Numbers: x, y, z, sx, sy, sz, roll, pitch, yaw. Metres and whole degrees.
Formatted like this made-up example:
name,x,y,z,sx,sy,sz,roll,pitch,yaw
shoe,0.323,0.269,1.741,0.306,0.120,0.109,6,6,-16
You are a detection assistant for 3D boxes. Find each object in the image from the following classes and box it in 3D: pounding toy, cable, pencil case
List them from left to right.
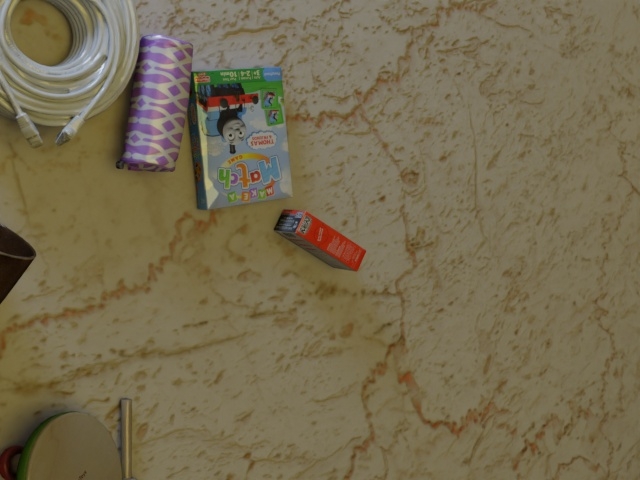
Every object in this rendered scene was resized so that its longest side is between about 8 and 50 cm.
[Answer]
name,x,y,z,sx,sy,sz,roll,pitch,yaw
cable,-0.372,-0.283,1.279,0.257,0.089,0.257,-45,115,-24
pounding toy,-0.366,0.333,1.335,0.237,0.110,0.183,-7,86,-63
pencil case,-0.239,-0.197,1.374,0.086,0.088,0.206,12,88,-27

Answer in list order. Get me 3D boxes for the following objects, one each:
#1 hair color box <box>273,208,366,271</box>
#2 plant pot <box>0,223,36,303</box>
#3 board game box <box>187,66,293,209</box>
name,x,y,z,sx,sy,sz,roll,pitch,yaw
hair color box,0.000,0.000,1.559,0.141,0.072,0.043,32,76,-32
plant pot,-0.505,0.070,1.163,0.215,0.215,0.230,28,93,-32
board game box,-0.127,-0.163,1.481,0.160,0.039,0.212,-11,100,-33
